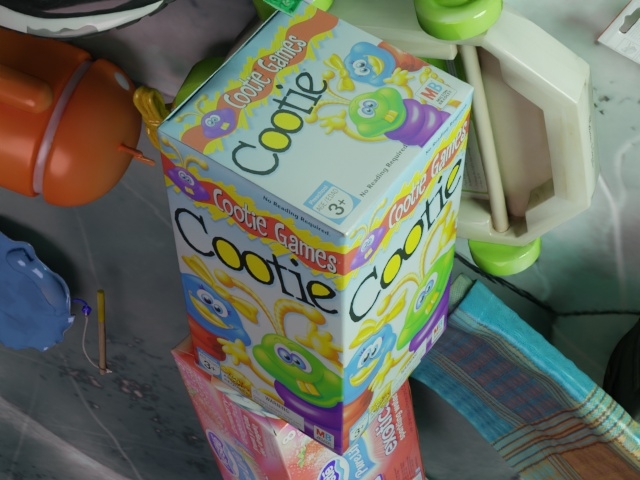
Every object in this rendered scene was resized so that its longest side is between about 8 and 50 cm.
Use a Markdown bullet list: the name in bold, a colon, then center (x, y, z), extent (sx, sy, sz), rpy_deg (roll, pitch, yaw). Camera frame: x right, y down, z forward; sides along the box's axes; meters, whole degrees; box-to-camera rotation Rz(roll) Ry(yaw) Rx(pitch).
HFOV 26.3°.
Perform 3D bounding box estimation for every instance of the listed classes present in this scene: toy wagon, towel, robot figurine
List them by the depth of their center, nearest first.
- **toy wagon**: center (0.027, -0.094, 1.007), extent (0.344, 0.068, 0.267), rpy_deg (9, 144, 22)
- **robot figurine**: center (-0.237, -0.104, 1.085), extent (0.219, 0.128, 0.158), rpy_deg (22, 134, 1)
- **towel**: center (0.219, 0.187, 1.143), extent (0.370, 0.040, 0.271), rpy_deg (43, 164, 6)

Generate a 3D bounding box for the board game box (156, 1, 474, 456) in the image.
- **board game box**: center (0.000, 0.000, 0.934), extent (0.142, 0.144, 0.275), rpy_deg (30, 150, 21)

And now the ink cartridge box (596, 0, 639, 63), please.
- **ink cartridge box**: center (0.245, -0.129, 0.887), extent (0.115, 0.029, 0.063), rpy_deg (27, 145, -7)

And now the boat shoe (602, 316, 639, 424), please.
- **boat shoe**: center (0.319, 0.087, 1.075), extent (0.130, 0.132, 0.355), rpy_deg (8, 154, 0)

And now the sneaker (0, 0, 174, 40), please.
- **sneaker**: center (-0.225, -0.223, 0.941), extent (0.283, 0.107, 0.124), rpy_deg (9, 138, 16)

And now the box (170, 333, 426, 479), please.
- **box**: center (-0.012, 0.174, 1.282), extent (0.142, 0.154, 0.300), rpy_deg (34, 155, 31)

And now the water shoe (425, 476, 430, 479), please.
- **water shoe**: center (0.042, 0.263, 1.476), extent (0.203, 0.080, 0.073), rpy_deg (29, 144, -12)

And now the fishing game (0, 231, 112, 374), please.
- **fishing game**: center (-0.330, 0.038, 1.402), extent (0.264, 0.041, 0.189), rpy_deg (18, 138, 14)

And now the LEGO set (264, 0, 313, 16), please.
- **LEGO set**: center (-0.066, -0.291, 0.747), extent (0.331, 0.192, 0.255), rpy_deg (20, 117, -11)
